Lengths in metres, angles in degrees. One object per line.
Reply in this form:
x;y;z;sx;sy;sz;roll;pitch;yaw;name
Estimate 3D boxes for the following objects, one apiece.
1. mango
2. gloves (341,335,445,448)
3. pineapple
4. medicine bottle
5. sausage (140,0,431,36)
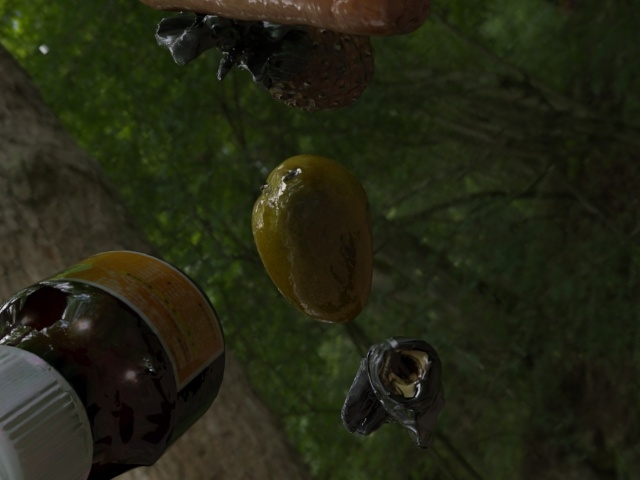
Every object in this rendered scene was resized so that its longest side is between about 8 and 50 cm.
0.000;0.000;1.072;0.137;0.195;0.098;-25;5;-15;mango
0.101;0.192;1.195;0.119;0.142;0.285;-38;-13;-23;gloves
-0.068;-0.242;1.217;0.310;0.170;0.141;-1;-65;-52;pineapple
-0.257;0.156;0.986;0.242;0.242;0.395;-45;0;17;medicine bottle
-0.063;-0.258;0.943;0.094;0.419;0.094;-51;-48;-18;sausage
